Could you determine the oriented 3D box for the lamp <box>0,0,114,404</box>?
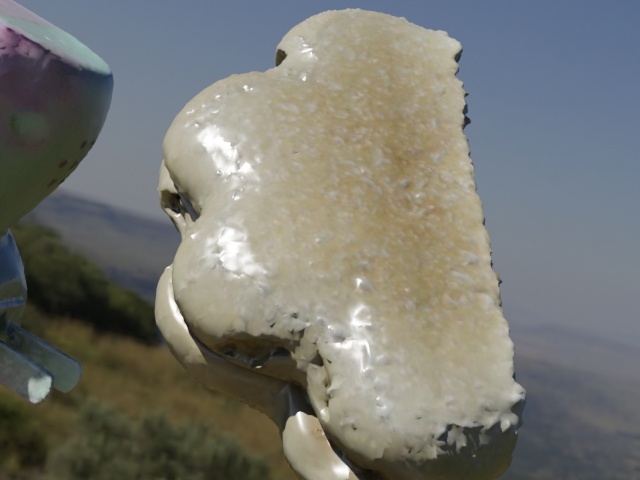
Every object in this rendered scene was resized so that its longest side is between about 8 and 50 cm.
[{"bbox_3d":[-0.249,-0.008,1.100,0.247,0.301,0.247,31,7,5],"label":"lamp"}]

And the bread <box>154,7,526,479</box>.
[{"bbox_3d":[0.003,-0.003,0.885,0.183,0.337,0.102,7,-43,-14],"label":"bread"}]
